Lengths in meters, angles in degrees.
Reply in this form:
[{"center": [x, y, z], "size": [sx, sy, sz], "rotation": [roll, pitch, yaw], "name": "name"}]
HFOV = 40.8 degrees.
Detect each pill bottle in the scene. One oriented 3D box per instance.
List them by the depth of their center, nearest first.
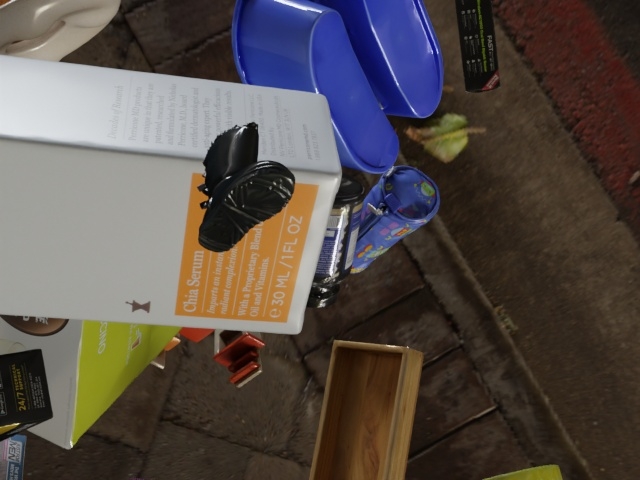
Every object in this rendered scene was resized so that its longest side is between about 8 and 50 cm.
[{"center": [0.000, 0.000, 1.462], "size": [0.123, 0.122, 0.219], "rotation": [9, 118, -2], "name": "pill bottle"}]

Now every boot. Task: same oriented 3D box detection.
[{"center": [-0.062, -0.056, 0.703], "size": [0.045, 0.121, 0.099], "rotation": [24, 48, -26], "name": "boot"}]

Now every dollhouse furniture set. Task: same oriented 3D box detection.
[{"center": [-0.230, 0.169, 1.687], "size": [0.262, 0.259, 0.135], "rotation": [-37, 39, 22], "name": "dollhouse furniture set"}]

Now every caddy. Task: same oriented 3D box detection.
[{"center": [0.018, -0.248, 1.173], "size": [0.179, 0.341, 0.241], "rotation": [23, 66, 39], "name": "caddy"}]

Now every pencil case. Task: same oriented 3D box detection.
[{"center": [0.112, -0.036, 1.707], "size": [0.133, 0.306, 0.119], "rotation": [-23, 79, -31], "name": "pencil case"}]

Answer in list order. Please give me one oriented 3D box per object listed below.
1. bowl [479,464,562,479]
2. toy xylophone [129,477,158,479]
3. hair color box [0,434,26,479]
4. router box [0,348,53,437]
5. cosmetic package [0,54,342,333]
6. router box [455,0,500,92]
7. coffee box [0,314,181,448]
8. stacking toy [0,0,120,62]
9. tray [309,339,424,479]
[{"center": [0.192, 0.404, 1.103], "size": [0.290, 0.289, 0.156], "rotation": [-14, 68, -7], "name": "bowl"}, {"center": [-0.261, 0.498, 1.267], "size": [0.236, 0.081, 0.322], "rotation": [25, 51, -28], "name": "toy xylophone"}, {"center": [-0.566, 0.491, 1.375], "size": [0.105, 0.174, 0.347], "rotation": [14, 113, -23], "name": "hair color box"}, {"center": [-0.468, 0.206, 0.971], "size": [0.243, 0.309, 0.081], "rotation": [-6, 76, -35], "name": "router box"}, {"center": [-0.226, -0.047, 0.902], "size": [0.454, 0.230, 0.161], "rotation": [5, 39, -11], "name": "cosmetic package"}, {"center": [0.167, -0.228, 0.926], "size": [0.038, 0.092, 0.122], "rotation": [-7, 112, 11], "name": "router box"}, {"center": [-0.398, 0.028, 1.275], "size": [0.335, 0.337, 0.338], "rotation": [23, 33, 11], "name": "coffee box"}, {"center": [-0.608, -0.538, 1.504], "size": [0.351, 0.350, 0.479], "rotation": [-31, 96, -10], "name": "stacking toy"}, {"center": [0.093, 0.431, 1.862], "size": [0.203, 0.076, 0.410], "rotation": [0, 75, 39], "name": "tray"}]
